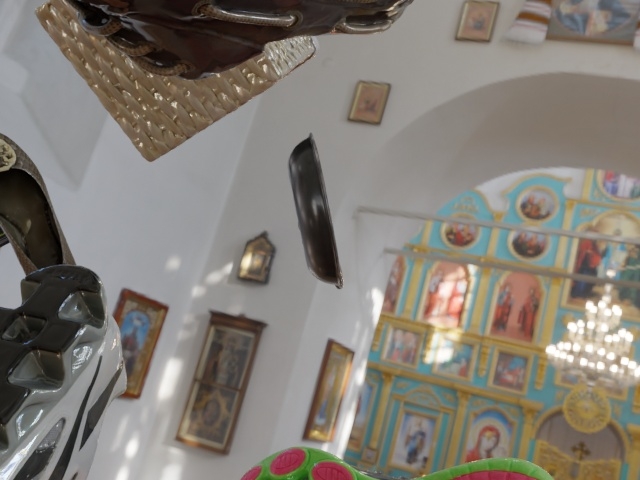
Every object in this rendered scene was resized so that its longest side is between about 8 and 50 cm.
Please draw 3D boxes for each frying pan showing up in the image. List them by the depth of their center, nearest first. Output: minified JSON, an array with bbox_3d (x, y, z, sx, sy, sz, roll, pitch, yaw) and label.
[{"bbox_3d":[-0.006,-0.029,0.932,0.053,0.197,0.326,-11,-5,-2],"label":"frying pan"}]

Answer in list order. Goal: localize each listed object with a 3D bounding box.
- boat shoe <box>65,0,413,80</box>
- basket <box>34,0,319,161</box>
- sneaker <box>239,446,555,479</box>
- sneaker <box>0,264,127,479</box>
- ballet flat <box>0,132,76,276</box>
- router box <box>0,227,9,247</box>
[{"bbox_3d":[-0.067,-0.139,0.339,0.355,0.132,0.130,-12,-36,-30],"label":"boat shoe"},{"bbox_3d":[-0.232,-0.356,1.201,0.328,0.266,0.331,-27,-71,24],"label":"basket"},{"bbox_3d":[0.097,0.408,0.984,0.483,0.185,0.202,-1,-39,18],"label":"sneaker"},{"bbox_3d":[-0.237,0.179,0.475,0.122,0.330,0.146,13,-44,26],"label":"sneaker"},{"bbox_3d":[-0.367,-0.022,0.878,0.084,0.249,0.058,-26,11,-30],"label":"ballet flat"},{"bbox_3d":[-0.522,-0.034,1.142,0.092,0.122,0.038,30,-38,38],"label":"router box"}]
